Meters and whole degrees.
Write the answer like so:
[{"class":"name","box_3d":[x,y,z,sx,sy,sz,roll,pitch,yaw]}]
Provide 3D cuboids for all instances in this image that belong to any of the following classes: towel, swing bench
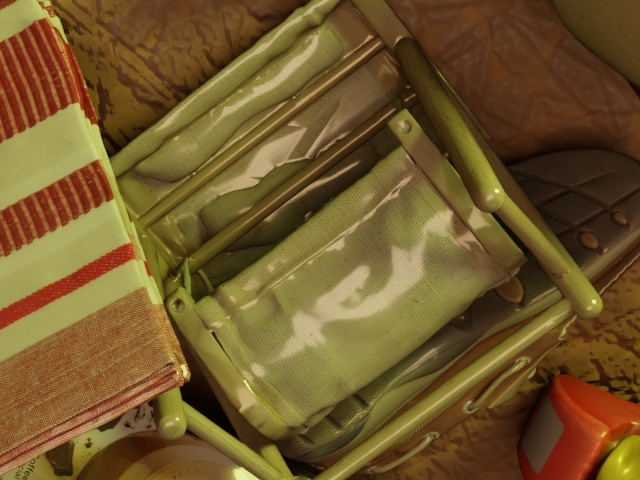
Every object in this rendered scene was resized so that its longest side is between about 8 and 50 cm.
[{"class":"towel","box_3d":[-0.234,0.008,1.076,0.237,0.329,0.037,-27,146,6]},{"class":"swing bench","box_3d":[0.000,0.000,1.115,0.253,0.254,0.165,-37,136,10]}]

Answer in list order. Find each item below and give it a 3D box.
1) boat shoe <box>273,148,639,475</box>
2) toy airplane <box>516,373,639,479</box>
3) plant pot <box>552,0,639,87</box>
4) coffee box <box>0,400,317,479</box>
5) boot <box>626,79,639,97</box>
[{"class":"boat shoe","box_3d":[0.106,0.055,1.198,0.324,0.123,0.116,-34,139,10]},{"class":"toy airplane","box_3d":[0.287,0.241,1.091,0.384,0.272,0.386,-19,68,41]},{"class":"plant pot","box_3d":[0.250,-0.196,1.057,0.191,0.284,0.284,2,113,34]},{"class":"coffee box","box_3d":[-0.103,0.219,1.192,0.297,0.119,0.168,27,67,-12]},{"class":"boot","box_3d":[0.273,-0.109,1.185,0.087,0.042,0.118,-39,107,3]}]
